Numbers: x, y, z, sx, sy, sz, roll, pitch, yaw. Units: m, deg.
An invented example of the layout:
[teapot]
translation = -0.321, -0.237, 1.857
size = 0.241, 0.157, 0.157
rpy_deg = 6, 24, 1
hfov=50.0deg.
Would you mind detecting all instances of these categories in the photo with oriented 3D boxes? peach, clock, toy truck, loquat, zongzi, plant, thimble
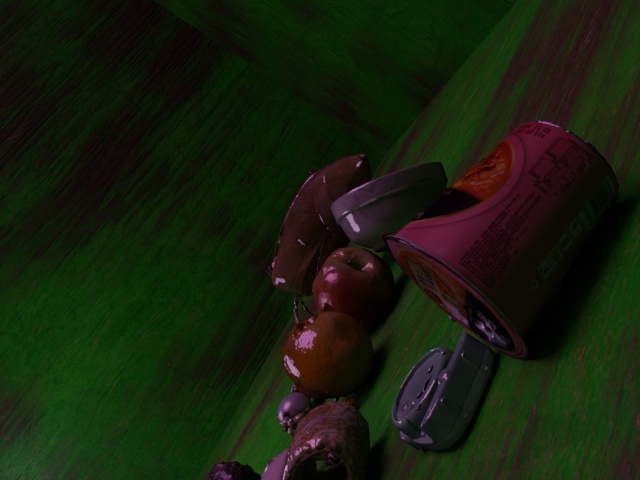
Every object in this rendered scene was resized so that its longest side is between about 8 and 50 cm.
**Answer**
[peach]
translation = 0.086, 0.134, 1.771
size = 0.236, 0.214, 0.214
rpy_deg = 102, -166, -49
[clock]
translation = 0.164, 0.229, 1.008
size = 0.159, 0.066, 0.211
rpy_deg = -58, 4, -28
[toy truck]
translation = 0.030, 0.416, 1.369
size = 0.083, 0.024, 0.032
rpy_deg = -60, -17, -55
[loquat]
translation = 0.025, 0.258, 1.523
size = 0.213, 0.213, 0.213
rpy_deg = -56, 5, 7
[zongzi]
translation = -0.020, -0.009, 1.994
size = 0.467, 0.218, 0.500
rpy_deg = 109, -175, -85
[plant]
translation = -0.237, 0.676, 1.652
size = 0.146, 0.149, 0.275
rpy_deg = -20, 35, 37
[thimble]
translation = 0.007, 0.381, 1.166
size = 0.143, 0.137, 0.191
rpy_deg = -69, 2, -71

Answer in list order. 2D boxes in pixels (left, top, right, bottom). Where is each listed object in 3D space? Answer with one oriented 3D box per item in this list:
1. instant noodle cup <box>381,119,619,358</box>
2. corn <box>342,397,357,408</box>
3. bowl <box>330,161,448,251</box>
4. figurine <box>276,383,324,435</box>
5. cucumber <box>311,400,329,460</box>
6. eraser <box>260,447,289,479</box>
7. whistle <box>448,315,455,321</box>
[instant noodle cup]
translation = 0.252, -0.014, 0.914
size = 0.255, 0.244, 0.244
rpy_deg = -48, 3, -8
[corn]
translation = 0.047, 0.371, 1.435
size = 0.092, 0.037, 0.037
rpy_deg = -58, 5, -23
[bowl]
translation = 0.192, -0.073, 1.755
size = 0.307, 0.163, 0.307
rpy_deg = -19, -10, -4
[figurine]
translation = -0.053, 0.428, 1.787
size = 0.147, 0.094, 0.197
rpy_deg = -31, 6, 21
[cucumber]
translation = 0.001, 0.411, 1.492
size = 0.058, 0.058, 0.187
rpy_deg = -56, 5, 12
[eraser]
translation = -0.096, 0.550, 1.331
size = 0.174, 0.094, 0.270
rpy_deg = -64, 1, 20
[whistle]
translation = 0.258, 0.039, 1.103
size = 0.253, 0.105, 0.102
rpy_deg = -52, -31, -46
